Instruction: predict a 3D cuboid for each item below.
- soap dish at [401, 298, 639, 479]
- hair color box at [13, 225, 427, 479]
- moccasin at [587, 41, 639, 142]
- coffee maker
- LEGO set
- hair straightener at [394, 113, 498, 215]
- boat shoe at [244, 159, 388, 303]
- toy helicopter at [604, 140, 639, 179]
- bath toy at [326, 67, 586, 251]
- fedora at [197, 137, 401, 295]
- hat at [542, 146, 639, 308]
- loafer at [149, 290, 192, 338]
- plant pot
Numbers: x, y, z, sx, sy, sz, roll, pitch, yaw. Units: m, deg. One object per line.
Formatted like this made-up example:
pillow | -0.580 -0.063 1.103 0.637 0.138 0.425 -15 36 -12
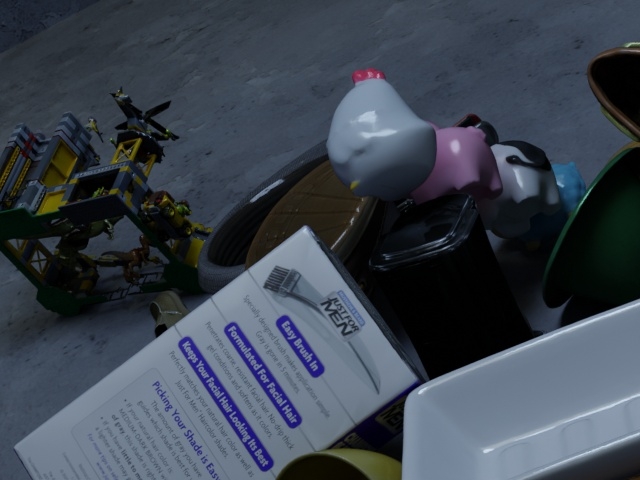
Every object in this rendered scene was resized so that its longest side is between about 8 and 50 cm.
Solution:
soap dish | 0.210 0.170 1.507 0.291 0.118 0.229 -22 24 13
hair color box | -0.084 0.166 1.683 0.339 0.110 0.185 -37 66 4
moccasin | 0.401 -0.092 1.701 0.380 0.147 0.139 40 110 40
coffee maker | 0.133 0.066 1.732 0.120 0.178 0.171 -27 23 5
LEGO set | -0.260 -0.055 2.332 0.331 0.255 0.192 -17 41 41
hair straightener | 0.114 -0.069 2.203 0.230 0.047 0.089 -32 23 -9
boat shoe | -0.005 0.065 1.890 0.123 0.123 0.342 -2 52 37
toy helicopter | 0.427 -0.162 1.945 0.355 0.140 0.235 -38 23 -15
bath toy | 0.121 -0.078 1.859 0.151 0.348 0.129 -30 62 29
fedora | 0.000 0.000 2.087 0.275 0.124 0.244 -39 23 -10
hat | 0.326 0.032 1.761 0.183 0.173 0.208 29 44 21
loafer | -0.171 0.100 2.157 0.050 0.056 0.148 -28 22 -16
plant pot | 0.037 0.232 1.584 0.134 0.134 0.095 -9 6 38
